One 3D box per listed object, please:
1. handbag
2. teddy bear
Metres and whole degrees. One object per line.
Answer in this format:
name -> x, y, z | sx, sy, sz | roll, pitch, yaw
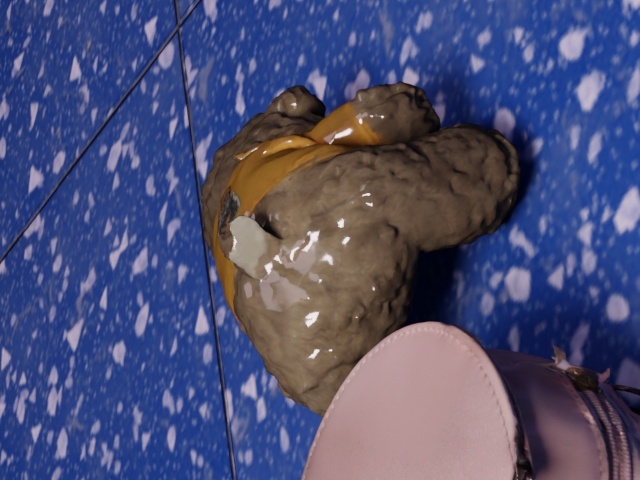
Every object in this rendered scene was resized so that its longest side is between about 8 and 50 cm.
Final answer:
handbag -> 0.076, 0.143, 0.792 | 0.179, 0.116, 0.205 | 12, 91, 60
teddy bear -> 0.000, 0.000, 0.965 | 0.190, 0.140, 0.177 | -139, 61, -66
